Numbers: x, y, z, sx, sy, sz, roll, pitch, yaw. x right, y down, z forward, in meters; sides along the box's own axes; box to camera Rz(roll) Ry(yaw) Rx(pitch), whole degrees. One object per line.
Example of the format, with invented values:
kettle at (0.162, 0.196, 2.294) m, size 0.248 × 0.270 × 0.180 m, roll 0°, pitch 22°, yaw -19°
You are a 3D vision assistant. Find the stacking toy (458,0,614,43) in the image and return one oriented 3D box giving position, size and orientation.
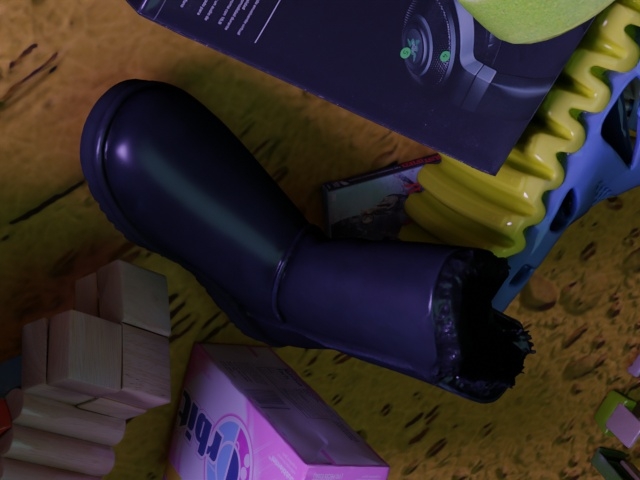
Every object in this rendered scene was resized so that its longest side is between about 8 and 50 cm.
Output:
stacking toy at (0.080, -0.236, 0.565) m, size 0.130 × 0.279 × 0.309 m, roll 31°, pitch 108°, yaw -23°

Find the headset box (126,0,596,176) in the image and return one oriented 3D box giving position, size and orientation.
headset box at (0.049, -0.200, 0.828) m, size 0.283 × 0.131 × 0.246 m, roll 20°, pitch 108°, yaw -35°

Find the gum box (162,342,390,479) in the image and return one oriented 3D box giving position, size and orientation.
gum box at (-0.038, 0.150, 0.966) m, size 0.062 × 0.188 × 0.107 m, roll 7°, pitch 108°, yaw -30°

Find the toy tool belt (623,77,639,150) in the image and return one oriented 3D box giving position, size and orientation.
toy tool belt at (0.208, -0.098, 1.034) m, size 0.051 × 0.052 × 0.083 m, roll 15°, pitch 111°, yaw 3°

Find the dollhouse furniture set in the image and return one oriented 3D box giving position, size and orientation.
dollhouse furniture set at (0.280, 0.139, 1.204) m, size 0.076 × 0.058 × 0.152 m, roll 17°, pitch 110°, yaw -35°

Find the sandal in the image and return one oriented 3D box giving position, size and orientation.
sandal at (0.169, -0.062, 0.958) m, size 0.138 × 0.126 × 0.317 m, roll 22°, pitch 110°, yaw -33°

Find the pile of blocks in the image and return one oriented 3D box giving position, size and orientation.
pile of blocks at (-0.220, 0.165, 0.896) m, size 0.112 × 0.149 × 0.362 m, roll 24°, pitch 91°, yaw -48°

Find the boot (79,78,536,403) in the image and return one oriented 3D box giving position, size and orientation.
boot at (0.000, 0.000, 0.869) m, size 0.246 × 0.207 × 0.094 m, roll 51°, pitch 59°, yaw -42°

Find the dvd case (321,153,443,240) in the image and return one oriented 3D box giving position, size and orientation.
dvd case at (0.059, -0.015, 1.022) m, size 0.119 × 0.013 × 0.087 m, roll -16°, pitch 125°, yaw -20°
